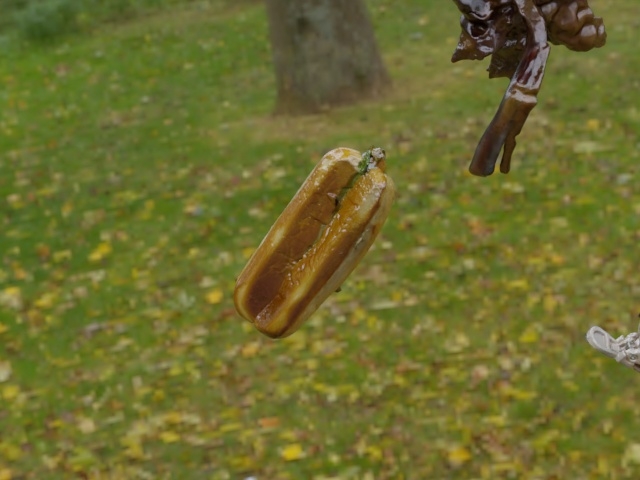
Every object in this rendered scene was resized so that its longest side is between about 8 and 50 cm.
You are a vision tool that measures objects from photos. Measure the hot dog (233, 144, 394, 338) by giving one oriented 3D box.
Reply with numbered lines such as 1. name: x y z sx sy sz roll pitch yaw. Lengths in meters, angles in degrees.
1. hot dog: 0.000 0.000 1.499 0.104 0.250 0.076 40 18 16

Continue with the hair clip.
1. hair clip: 0.370 0.154 1.465 0.072 0.226 0.034 -29 32 26

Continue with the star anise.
1. star anise: 0.231 -0.231 1.527 0.148 0.346 0.237 11 -17 48
